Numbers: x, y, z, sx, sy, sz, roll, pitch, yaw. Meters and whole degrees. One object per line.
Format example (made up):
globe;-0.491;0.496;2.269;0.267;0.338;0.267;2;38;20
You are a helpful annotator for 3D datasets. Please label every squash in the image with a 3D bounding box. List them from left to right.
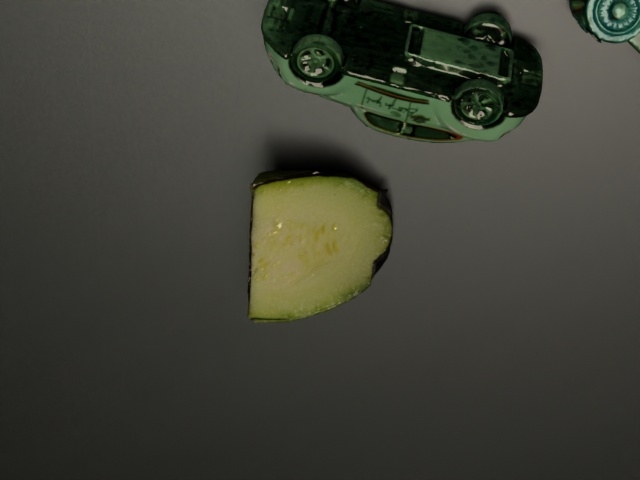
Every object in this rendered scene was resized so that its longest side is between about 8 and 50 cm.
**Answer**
squash;-0.013;-0.010;1.713;0.184;0.085;0.191;-8;120;-24

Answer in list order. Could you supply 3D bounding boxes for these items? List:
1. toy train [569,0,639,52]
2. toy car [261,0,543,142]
toy train;0.400;-0.238;1.550;0.298;0.120;0.194;41;103;-13
toy car;0.083;-0.183;1.590;0.306;0.136;0.125;13;136;0
